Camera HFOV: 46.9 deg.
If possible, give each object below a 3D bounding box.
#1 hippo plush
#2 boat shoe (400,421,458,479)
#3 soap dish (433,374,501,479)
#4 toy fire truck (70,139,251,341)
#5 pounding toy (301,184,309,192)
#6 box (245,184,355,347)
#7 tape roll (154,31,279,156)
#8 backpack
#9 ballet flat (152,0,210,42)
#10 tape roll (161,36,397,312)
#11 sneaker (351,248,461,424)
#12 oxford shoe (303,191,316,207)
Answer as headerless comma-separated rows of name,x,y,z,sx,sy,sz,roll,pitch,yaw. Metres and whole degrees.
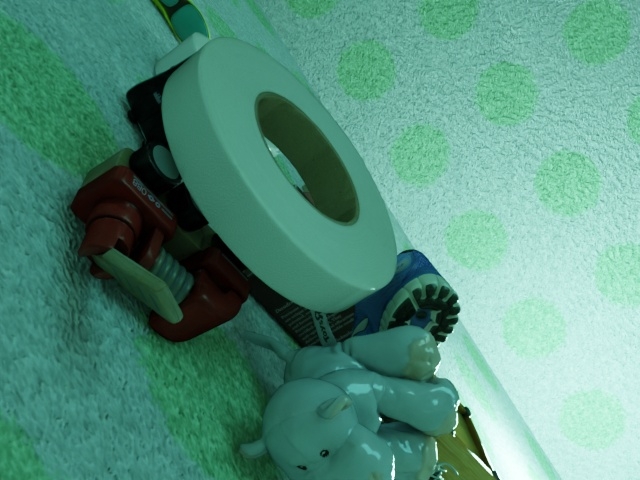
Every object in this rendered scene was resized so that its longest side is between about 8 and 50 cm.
hippo plush,0.038,0.202,0.900,0.294,0.234,0.236,58,12,3
boat shoe,0.150,0.363,1.175,0.095,0.079,0.254,8,38,-47
soap dish,0.226,0.375,1.440,0.291,0.118,0.229,48,15,-37
toy fire truck,-0.166,0.034,0.794,0.217,0.158,0.246,50,26,-30
pounding toy,0.048,-0.078,1.934,0.206,0.094,0.181,59,13,13
box,0.021,0.108,1.291,0.381,0.143,0.191,52,14,-29
tape roll,-0.198,-0.268,1.470,0.286,0.100,0.286,53,13,-17
backpack,-0.184,-0.202,1.160,0.166,0.188,0.144,62,14,25
ballet flat,-0.329,-0.529,1.701,0.231,0.077,0.077,54,-4,-5
tape roll,-0.039,-0.089,0.968,0.392,0.072,0.392,42,28,-28
sneaker,0.105,0.154,1.126,0.130,0.330,0.147,14,33,-17
oxford shoe,0.000,0.000,1.607,0.348,0.123,0.130,31,55,-65
